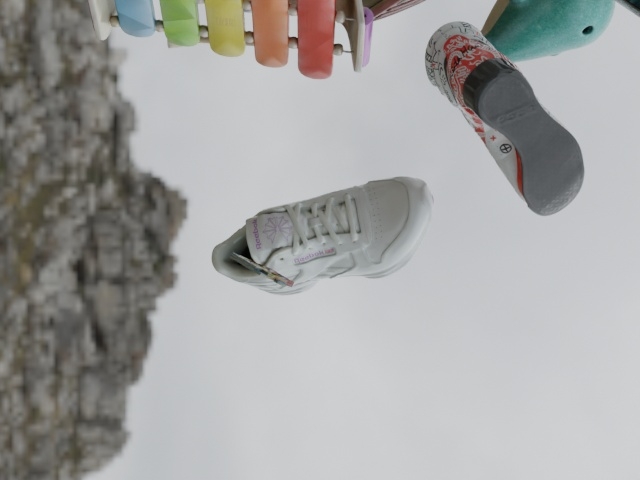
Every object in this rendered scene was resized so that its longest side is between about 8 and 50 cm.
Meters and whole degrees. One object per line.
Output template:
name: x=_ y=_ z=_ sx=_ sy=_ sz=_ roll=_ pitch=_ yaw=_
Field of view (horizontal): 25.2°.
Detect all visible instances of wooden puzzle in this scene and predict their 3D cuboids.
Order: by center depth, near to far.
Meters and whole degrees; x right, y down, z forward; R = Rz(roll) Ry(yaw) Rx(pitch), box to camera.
wooden puzzle: x=-0.058 y=0.029 z=1.414 sx=0.083 sy=0.049 sz=0.006 roll=29 pitch=-86 yaw=43

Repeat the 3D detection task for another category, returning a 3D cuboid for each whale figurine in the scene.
whale figurine: x=0.347 y=-0.341 z=2.267 sx=0.141 sy=0.272 sz=0.216 roll=56 pitch=8 yaw=36

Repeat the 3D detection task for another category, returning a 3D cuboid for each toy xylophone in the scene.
toy xylophone: x=-0.093 y=-0.250 z=1.601 sx=0.236 sy=0.323 sz=0.081 roll=73 pitch=23 yaw=-66

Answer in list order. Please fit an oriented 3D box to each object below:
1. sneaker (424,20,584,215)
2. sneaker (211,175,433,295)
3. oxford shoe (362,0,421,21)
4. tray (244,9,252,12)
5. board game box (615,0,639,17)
sneaker: x=0.214 y=-0.147 z=1.673 sx=0.270 sy=0.090 sz=0.145 roll=47 pitch=5 yaw=-47
sneaker: x=0.000 y=0.000 z=1.772 sx=0.305 sy=0.152 sz=0.114 roll=-23 pitch=-110 yaw=33
oxford shoe: x=0.077 y=-0.410 z=2.216 sx=0.130 sy=0.123 sz=0.348 roll=71 pitch=-14 yaw=-12
tray: x=0.009 y=-0.327 z=1.749 sx=0.030 sy=0.145 sz=0.270 roll=62 pitch=-21 yaw=-9
board game box: x=0.420 y=-0.364 z=1.748 sx=0.126 sy=0.186 sz=0.026 roll=47 pitch=-1 yaw=41
